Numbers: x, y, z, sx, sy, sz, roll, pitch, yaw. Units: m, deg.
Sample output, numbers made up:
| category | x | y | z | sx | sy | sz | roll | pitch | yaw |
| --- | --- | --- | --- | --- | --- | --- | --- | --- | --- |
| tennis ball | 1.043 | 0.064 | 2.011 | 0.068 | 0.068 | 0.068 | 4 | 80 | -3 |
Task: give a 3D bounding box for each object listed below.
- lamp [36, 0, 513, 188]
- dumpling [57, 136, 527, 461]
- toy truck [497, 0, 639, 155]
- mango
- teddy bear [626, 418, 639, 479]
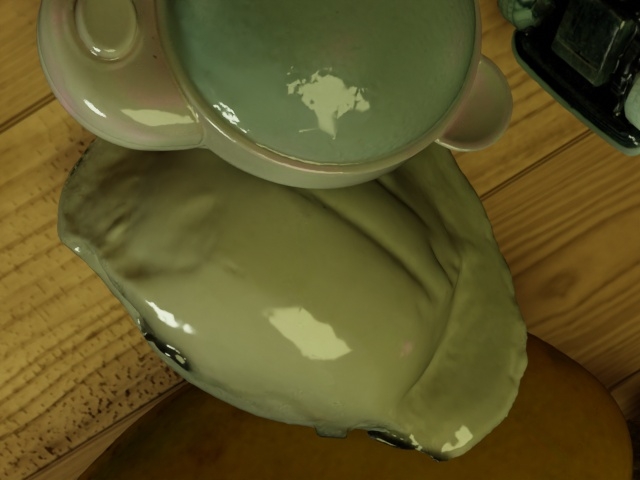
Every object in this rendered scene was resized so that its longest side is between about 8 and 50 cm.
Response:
| category | x | y | z | sx | sy | sz | roll | pitch | yaw |
| --- | --- | --- | --- | --- | --- | --- | --- | --- | --- |
| lamp | -0.023 | -0.117 | 0.817 | 0.246 | 0.179 | 0.108 | -5 | 164 | -12 |
| dumpling | -0.004 | 0.000 | 0.929 | 0.243 | 0.175 | 0.227 | 44 | 62 | -36 |
| toy truck | 0.231 | -0.190 | 0.879 | 0.184 | 0.133 | 0.338 | -17 | 140 | -36 |
| mango | -0.001 | 0.216 | 1.019 | 0.446 | 0.300 | 0.232 | -35 | 167 | 0 |
| teddy bear | 0.176 | 0.181 | 1.152 | 0.251 | 0.182 | 0.129 | -19 | 94 | 20 |
